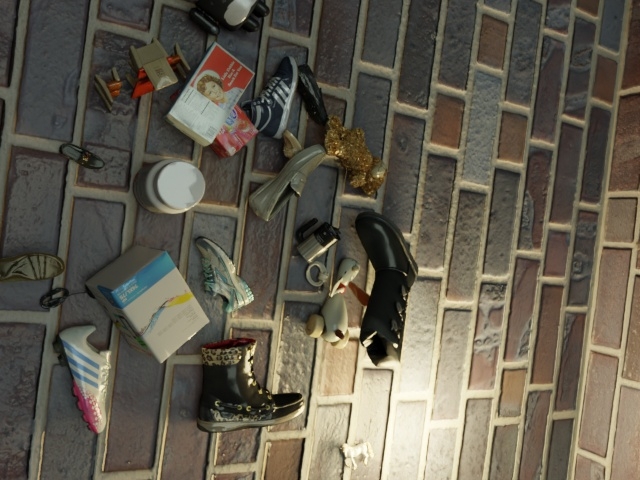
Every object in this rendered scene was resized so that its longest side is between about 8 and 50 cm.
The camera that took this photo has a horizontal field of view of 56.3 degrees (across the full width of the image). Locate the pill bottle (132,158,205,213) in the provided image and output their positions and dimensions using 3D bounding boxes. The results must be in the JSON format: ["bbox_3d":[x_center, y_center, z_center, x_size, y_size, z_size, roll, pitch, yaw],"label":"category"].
[{"bbox_3d":[-0.448,-0.159,1.765,0.161,0.283,0.160,-2,94,-28],"label":"pill bottle"}]

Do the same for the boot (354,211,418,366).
[{"bbox_3d":[0.199,0.164,2.089,0.367,0.146,0.445,49,43,-26],"label":"boot"}]

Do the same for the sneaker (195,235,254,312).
[{"bbox_3d":[-0.333,0.116,1.943,0.122,0.110,0.282,-38,109,-18],"label":"sneaker"}]

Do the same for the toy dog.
[{"bbox_3d":[0.072,0.230,2.132,0.220,0.161,0.333,0,93,-29],"label":"toy dog"}]

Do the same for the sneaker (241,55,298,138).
[{"bbox_3d":[-0.172,-0.493,1.999,0.153,0.099,0.281,10,91,-30],"label":"sneaker"}]

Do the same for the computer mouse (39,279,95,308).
[{"bbox_3d":[-0.710,0.151,1.787,0.242,0.041,0.071,-13,115,-22],"label":"computer mouse"}]

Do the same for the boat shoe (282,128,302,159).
[{"bbox_3d":[-0.096,-0.304,2.042,0.059,0.063,0.170,-38,140,-9],"label":"boat shoe"}]

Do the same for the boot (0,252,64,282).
[{"bbox_3d":[-0.818,0.077,1.647,0.214,0.165,0.077,-7,90,-21],"label":"boot"}]

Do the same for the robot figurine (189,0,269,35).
[{"bbox_3d":[-0.298,-0.774,1.879,0.278,0.174,0.209,32,55,-26],"label":"robot figurine"}]

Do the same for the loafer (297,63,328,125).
[{"bbox_3d":[-0.022,-0.508,2.089,0.078,0.076,0.223,-40,114,-30],"label":"loafer"}]

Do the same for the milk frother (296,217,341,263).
[{"bbox_3d":[0.000,0.000,2.125,0.135,0.129,0.143,-39,147,15],"label":"milk frother"}]

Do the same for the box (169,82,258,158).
[{"bbox_3d":[-0.337,-0.399,1.901,0.128,0.123,0.256,-46,111,-17],"label":"box"}]

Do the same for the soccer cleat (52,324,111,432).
[{"bbox_3d":[-0.672,0.406,1.771,0.143,0.116,0.330,-21,102,-25],"label":"soccer cleat"}]

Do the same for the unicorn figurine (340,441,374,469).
[{"bbox_3d":[0.127,0.806,2.258,0.162,0.060,0.111,-16,100,-43],"label":"unicorn figurine"}]

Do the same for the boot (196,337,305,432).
[{"bbox_3d":[-0.231,0.472,2.005,0.378,0.138,0.283,-3,94,-23],"label":"boot"}]

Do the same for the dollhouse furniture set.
[{"bbox_3d":[-0.500,-0.468,1.737,0.262,0.259,0.135,-30,97,-22],"label":"dollhouse furniture set"}]

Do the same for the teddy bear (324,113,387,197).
[{"bbox_3d":[0.128,-0.303,2.120,0.338,0.113,0.245,52,28,-20],"label":"teddy bear"}]

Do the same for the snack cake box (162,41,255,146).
[{"bbox_3d":[-0.332,-0.433,1.782,0.152,0.089,0.264,35,77,-22],"label":"snack cake box"}]

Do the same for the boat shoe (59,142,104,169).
[{"bbox_3d":[-0.702,-0.246,1.764,0.133,0.042,0.048,25,79,-28],"label":"boat shoe"}]

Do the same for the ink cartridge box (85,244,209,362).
[{"bbox_3d":[-0.506,0.183,1.764,0.197,0.198,0.270,-42,120,-30],"label":"ink cartridge box"}]

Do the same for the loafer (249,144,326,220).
[{"bbox_3d":[-0.095,-0.192,2.012,0.319,0.112,0.111,-43,69,-2],"label":"loafer"}]
